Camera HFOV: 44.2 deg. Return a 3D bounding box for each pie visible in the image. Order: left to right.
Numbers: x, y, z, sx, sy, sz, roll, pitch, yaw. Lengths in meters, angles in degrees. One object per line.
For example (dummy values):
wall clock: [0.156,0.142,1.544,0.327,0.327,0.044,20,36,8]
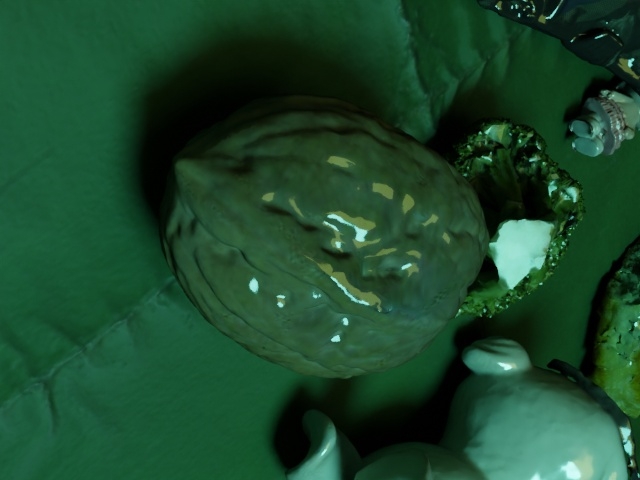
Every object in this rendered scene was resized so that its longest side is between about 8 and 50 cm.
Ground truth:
pie: [0.467,0.082,0.976,0.354,0.103,0.288,-42,127,-11]

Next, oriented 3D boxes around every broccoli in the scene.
broccoli: [0.135,-0.009,0.631,0.146,0.138,0.162,40,100,-13]

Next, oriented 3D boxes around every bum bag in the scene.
bum bag: [0.251,-0.204,0.646,0.310,0.074,0.137,16,105,-34]

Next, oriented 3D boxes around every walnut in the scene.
walnut: [-0.001,-0.002,0.501,0.230,0.178,0.178,27,95,-39]

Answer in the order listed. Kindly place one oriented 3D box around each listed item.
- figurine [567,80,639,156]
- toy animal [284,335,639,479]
figurine: [0.288,-0.129,0.748,0.129,0.054,0.072,-28,114,-17]
toy animal: [0.124,0.225,0.722,0.310,0.183,0.247,-18,119,-26]
